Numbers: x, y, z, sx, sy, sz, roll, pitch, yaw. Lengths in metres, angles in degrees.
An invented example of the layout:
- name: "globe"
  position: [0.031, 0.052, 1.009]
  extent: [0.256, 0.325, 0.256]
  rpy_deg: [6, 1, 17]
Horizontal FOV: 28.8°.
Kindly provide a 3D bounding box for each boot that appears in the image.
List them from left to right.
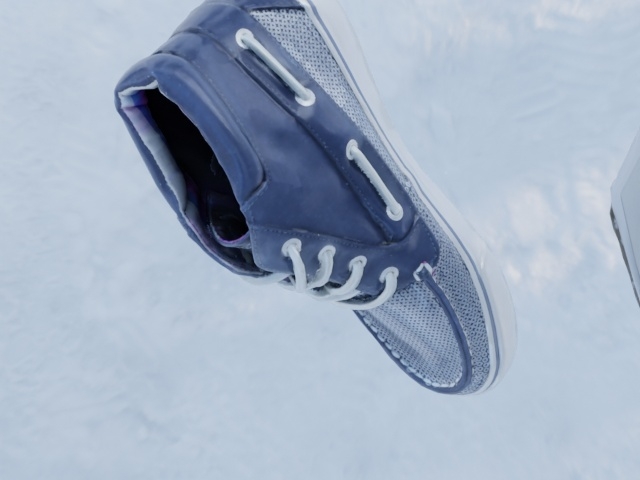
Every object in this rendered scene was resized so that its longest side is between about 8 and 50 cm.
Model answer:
- name: "boot"
  position: [0.000, 0.000, 0.447]
  extent: [0.069, 0.086, 0.190]
  rpy_deg: [-16, 115, 44]

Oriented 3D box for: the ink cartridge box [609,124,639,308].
- name: "ink cartridge box"
  position: [0.226, -0.071, 0.223]
  extent: [0.304, 0.307, 0.072]
  rpy_deg: [-12, 75, 1]
